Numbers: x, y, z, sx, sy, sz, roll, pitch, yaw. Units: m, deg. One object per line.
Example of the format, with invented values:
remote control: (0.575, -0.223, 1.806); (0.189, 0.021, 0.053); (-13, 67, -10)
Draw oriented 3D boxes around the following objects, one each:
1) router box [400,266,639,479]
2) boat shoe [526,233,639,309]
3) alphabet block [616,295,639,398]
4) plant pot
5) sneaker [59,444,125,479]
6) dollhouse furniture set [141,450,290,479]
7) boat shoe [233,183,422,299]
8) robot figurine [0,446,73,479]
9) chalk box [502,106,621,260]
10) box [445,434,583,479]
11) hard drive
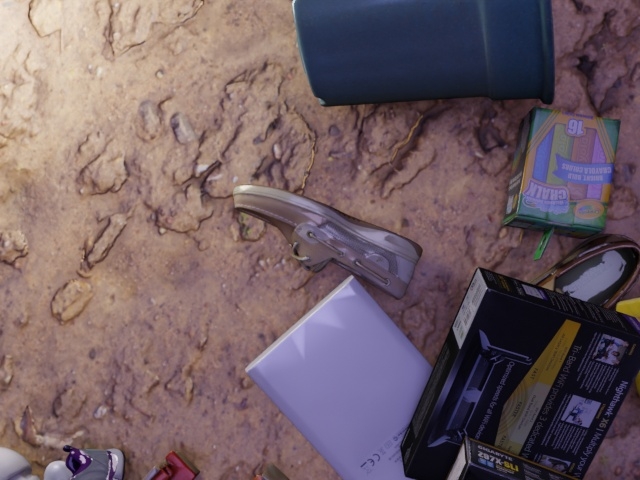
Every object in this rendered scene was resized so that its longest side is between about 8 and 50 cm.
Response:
router box: (0.278, 0.218, 1.235); (0.242, 0.081, 0.309); (18, 109, -7)
boat shoe: (0.343, 0.102, 1.307); (0.324, 0.120, 0.122); (-43, 84, -1)
alphabet block: (0.564, 0.147, 1.225); (0.197, 0.192, 0.194); (-10, 82, -29)
plant pot: (0.142, -0.342, 1.267); (0.333, 0.341, 0.341); (-7, 85, 10)
sneaker: (-0.342, 0.397, 1.281); (0.098, 0.224, 0.083); (15, 124, -20)
dollhouse furniture set: (-0.162, 0.437, 1.299); (0.259, 0.135, 0.262); (43, 89, 5)
boat shoe: (0.000, 0.000, 1.343); (0.302, 0.109, 0.098); (22, 86, -1)
robot figurine: (-0.466, 0.448, 1.281); (0.300, 0.200, 0.354); (-30, 83, -40)
chalk box: (0.352, -0.074, 1.316); (0.132, 0.132, 0.213); (9, 87, 4)
box: (0.302, 0.442, 1.212); (0.321, 0.079, 0.257); (20, 108, 2)
hard drive: (0.072, 0.239, 1.317); (0.210, 0.040, 0.319); (-41, 97, -1)
